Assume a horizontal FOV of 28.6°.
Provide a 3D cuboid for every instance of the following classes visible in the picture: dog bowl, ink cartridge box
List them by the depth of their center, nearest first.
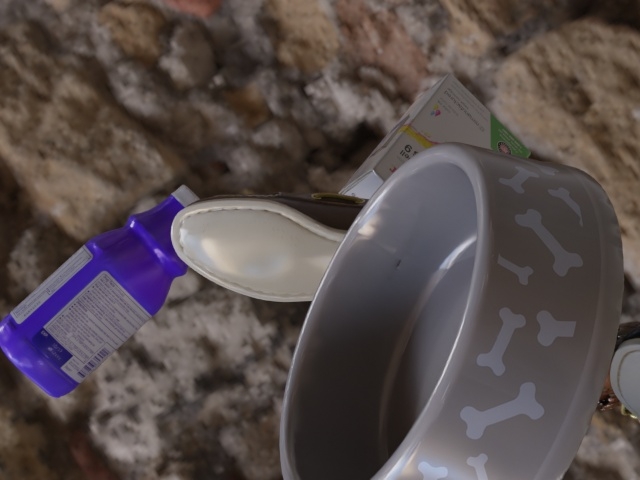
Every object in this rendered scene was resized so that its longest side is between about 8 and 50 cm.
[{"bbox_3d":[0.081,0.082,0.967,0.102,0.349,0.349,24,-177,-18],"label":"dog bowl"},{"bbox_3d":[0.145,-0.082,1.578,0.154,0.212,0.093,44,146,-7],"label":"ink cartridge box"}]

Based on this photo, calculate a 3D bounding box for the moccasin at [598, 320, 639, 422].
[{"bbox_3d":[0.447,0.172,1.645,0.139,0.380,0.147,-154,47,-84],"label":"moccasin"}]

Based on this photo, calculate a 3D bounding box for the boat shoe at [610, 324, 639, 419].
[{"bbox_3d":[0.326,0.130,1.079,0.095,0.079,0.254,5,150,45],"label":"boat shoe"}]

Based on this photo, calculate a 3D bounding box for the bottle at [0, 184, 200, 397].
[{"bbox_3d":[-0.241,0.052,1.467,0.092,0.283,0.118,40,171,47],"label":"bottle"}]

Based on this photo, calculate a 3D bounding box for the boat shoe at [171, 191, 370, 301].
[{"bbox_3d":[0.000,0.000,1.388,0.097,0.324,0.116,-88,6,-63],"label":"boat shoe"}]
